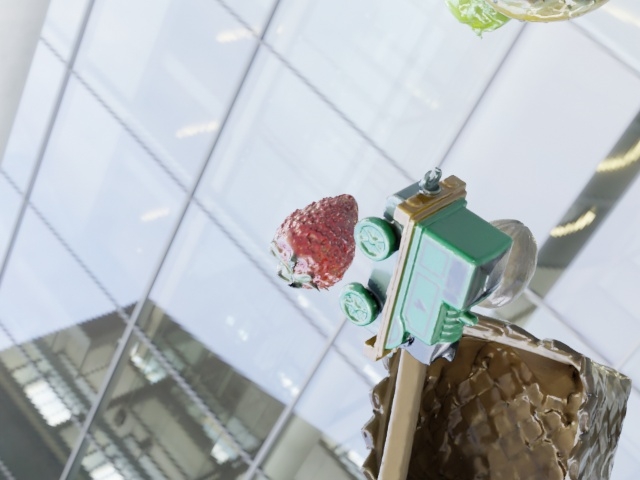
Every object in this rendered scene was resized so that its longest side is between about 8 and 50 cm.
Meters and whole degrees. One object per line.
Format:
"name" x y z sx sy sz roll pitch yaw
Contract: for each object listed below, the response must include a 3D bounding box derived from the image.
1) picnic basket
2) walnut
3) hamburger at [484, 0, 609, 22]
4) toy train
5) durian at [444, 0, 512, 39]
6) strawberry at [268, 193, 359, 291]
"picnic basket" 0.177 0.211 1.291 0.291 0.254 0.321 10 177 38
"walnut" 0.308 0.039 1.957 0.140 0.162 0.140 16 -154 -8
"hamburger" 0.168 -0.265 0.881 0.185 0.177 0.113 34 172 30
"toy train" 0.101 0.036 1.058 0.136 0.227 0.091 32 -139 30
"durian" 0.266 -0.465 1.579 0.204 0.339 0.256 25 -150 10
"strawberry" 0.002 0.007 1.587 0.148 0.131 0.131 -26 -120 -24
